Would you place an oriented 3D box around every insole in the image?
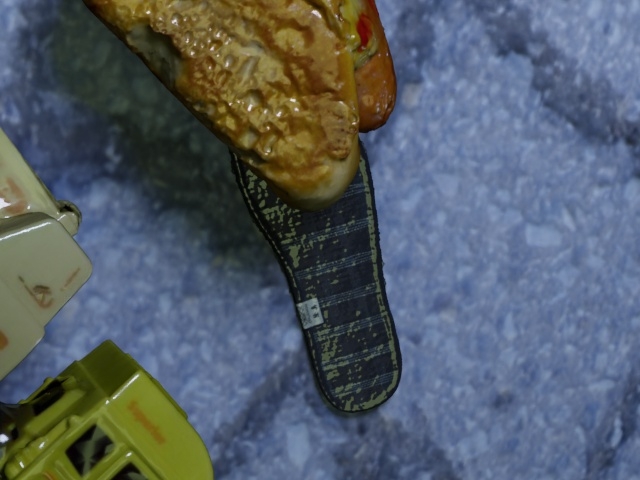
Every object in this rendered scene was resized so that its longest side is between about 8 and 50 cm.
[{"bbox_3d":[0.000,0.000,0.954,0.110,0.012,0.309,-17,107,-11],"label":"insole"}]

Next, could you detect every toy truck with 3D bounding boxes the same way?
[{"bbox_3d":[-0.248,0.082,0.827,0.254,0.180,0.405,-40,107,-9],"label":"toy truck"}]

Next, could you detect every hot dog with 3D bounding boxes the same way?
[{"bbox_3d":[-0.043,-0.152,0.831,0.153,0.150,0.256,-44,102,3],"label":"hot dog"}]
